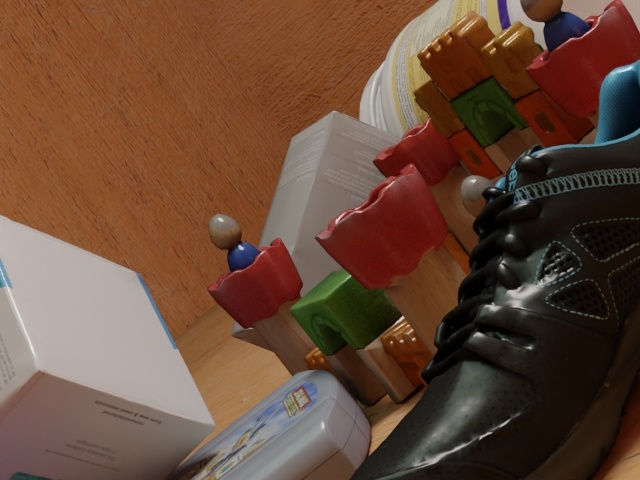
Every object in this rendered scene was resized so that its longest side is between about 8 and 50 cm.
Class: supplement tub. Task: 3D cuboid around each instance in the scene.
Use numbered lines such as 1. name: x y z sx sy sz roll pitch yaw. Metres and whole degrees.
1. supplement tub: 0.212 -0.170 1.475 0.241 0.241 0.331 -40 5 -35

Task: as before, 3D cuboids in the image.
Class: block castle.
1. block castle: 0.088 -0.031 1.172 0.303 0.213 0.453 -38 4 -17

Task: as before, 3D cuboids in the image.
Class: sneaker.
1. sneaker: 0.113 0.034 0.740 0.341 0.140 0.125 -41 7 -28

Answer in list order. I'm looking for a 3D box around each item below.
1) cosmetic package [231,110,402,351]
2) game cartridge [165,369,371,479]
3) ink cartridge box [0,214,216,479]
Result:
1. cosmetic package: 0.000 0.000 1.451 0.127 0.107 0.238 -19 54 66
2. game cartridge: -0.053 0.184 1.117 0.198 0.062 0.297 -42 4 -3
3. ink cartridge box: -0.271 0.154 1.179 0.270 0.198 0.197 -46 -41 16
